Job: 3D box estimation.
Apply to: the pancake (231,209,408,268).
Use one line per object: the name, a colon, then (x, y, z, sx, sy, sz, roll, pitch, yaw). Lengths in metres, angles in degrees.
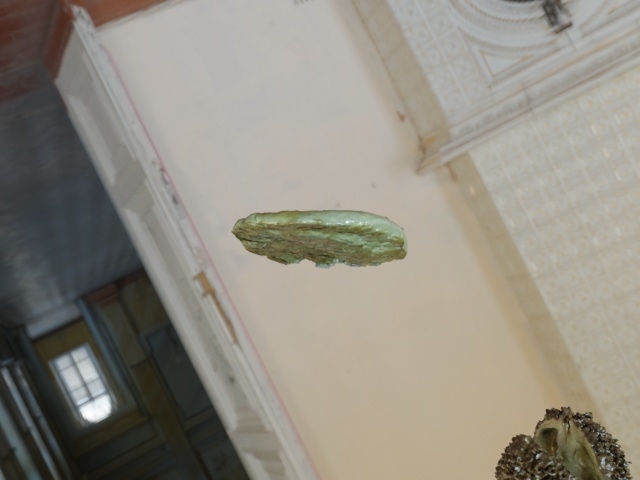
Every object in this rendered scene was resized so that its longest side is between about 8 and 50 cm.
pancake: (-0.003, 0.000, 0.582, 0.130, 0.022, 0.116, -1, 162, 18)

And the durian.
durian: (0.325, 0.328, 1.084, 0.196, 0.196, 0.167, -27, -147, -5)
